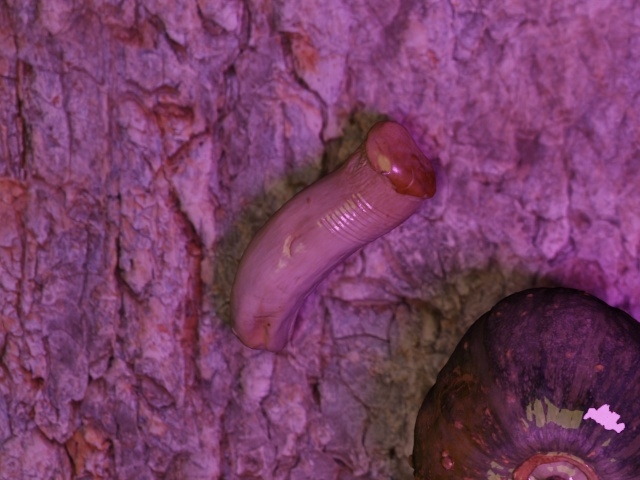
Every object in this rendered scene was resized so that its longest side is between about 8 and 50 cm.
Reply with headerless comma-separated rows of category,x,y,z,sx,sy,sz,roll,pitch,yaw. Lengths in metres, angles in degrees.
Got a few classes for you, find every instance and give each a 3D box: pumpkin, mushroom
pumpkin,0.241,0.217,1.749,0.291,0.257,0.327,41,114,3
mushroom,0.000,0.000,1.916,0.123,0.095,0.351,38,123,-7
